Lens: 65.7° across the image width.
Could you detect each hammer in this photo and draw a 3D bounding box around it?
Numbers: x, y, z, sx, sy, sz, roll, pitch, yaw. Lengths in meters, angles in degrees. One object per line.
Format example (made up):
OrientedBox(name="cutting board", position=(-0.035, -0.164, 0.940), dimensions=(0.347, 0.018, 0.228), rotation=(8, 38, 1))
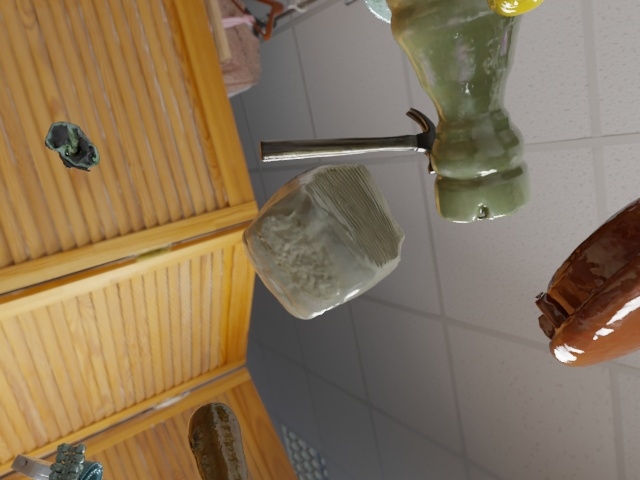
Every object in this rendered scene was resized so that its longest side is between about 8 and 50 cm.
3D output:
OrientedBox(name="hammer", position=(0.076, -0.224, 1.179), dimensions=(0.044, 0.440, 0.168), rotation=(132, -50, -75))

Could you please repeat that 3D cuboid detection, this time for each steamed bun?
OrientedBox(name="steamed bun", position=(-0.002, 0.001, 0.941), dimensions=(0.236, 0.383, 0.247), rotation=(-33, -87, 24))

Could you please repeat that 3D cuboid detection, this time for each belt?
OrientedBox(name="belt", position=(-0.453, 0.460, 0.863), dimensions=(0.065, 0.179, 0.100), rotation=(-3, -50, 14))

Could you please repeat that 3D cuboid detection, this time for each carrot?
OrientedBox(name="carrot", position=(-0.112, 0.345, 0.655), dimensions=(0.298, 0.078, 0.078), rotation=(53, -34, 45))

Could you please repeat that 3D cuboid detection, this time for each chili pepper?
OrientedBox(name="chili pepper", position=(-0.436, -0.158, 0.878), dimensions=(0.088, 0.059, 0.227), rotation=(54, -17, -21))

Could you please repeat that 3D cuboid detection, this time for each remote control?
OrientedBox(name="remote control", position=(-0.508, 0.500, 1.034), dimensions=(0.103, 0.034, 0.250), rotation=(-2, -36, 35))

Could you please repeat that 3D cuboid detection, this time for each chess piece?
OrientedBox(name="chess piece", position=(0.267, -0.261, 0.885), dimensions=(0.234, 0.234, 0.441), rotation=(15, -53, 54))

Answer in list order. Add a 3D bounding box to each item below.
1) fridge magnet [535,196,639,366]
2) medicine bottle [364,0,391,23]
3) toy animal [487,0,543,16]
OrientedBox(name="fridge magnet", position=(0.474, 0.047, 0.712), dimensions=(0.155, 0.364, 0.363), rotation=(56, -34, 32))
OrientedBox(name="medicine bottle", position=(0.232, -0.656, 1.119), dimensions=(0.245, 0.245, 0.289), rotation=(24, -81, 50))
OrientedBox(name="toy animal", position=(0.124, -0.271, 0.369), dimensions=(0.165, 0.248, 0.149), rotation=(33, -84, 10))
